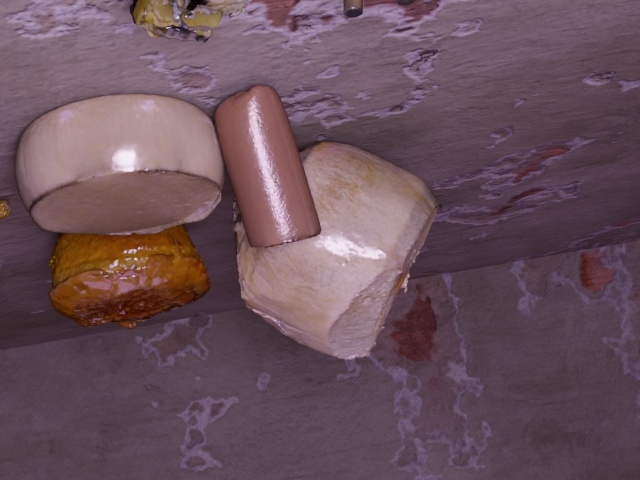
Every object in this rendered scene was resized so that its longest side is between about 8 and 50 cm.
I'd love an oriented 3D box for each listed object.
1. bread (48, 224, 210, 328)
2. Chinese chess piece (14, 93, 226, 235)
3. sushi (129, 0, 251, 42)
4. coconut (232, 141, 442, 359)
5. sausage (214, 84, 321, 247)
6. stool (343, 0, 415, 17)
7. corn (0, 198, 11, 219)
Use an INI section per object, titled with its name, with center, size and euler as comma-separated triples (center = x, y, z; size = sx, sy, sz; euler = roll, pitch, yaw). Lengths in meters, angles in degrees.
[bread]
center = -0.411, 0.060, 1.945
size = 0.337, 0.204, 0.358
euler = -5, 161, -10
[Chinese chess piece]
center = -0.322, -0.114, 1.473
size = 0.338, 0.140, 0.338
euler = -9, 164, -3
[sushi]
center = -0.097, -0.307, 0.939
size = 0.139, 0.131, 0.291
euler = 0, 154, -31
[coconut]
center = 0.000, 0.000, 1.700
size = 0.405, 0.404, 0.404
euler = -10, 165, -3
[sausage]
center = -0.088, -0.116, 1.442
size = 0.123, 0.253, 0.123
euler = -15, -173, 2
[stool]
center = 0.082, -0.328, 1.008
size = 0.217, 0.121, 0.125
euler = -3, 163, -9
[corn]
center = -0.621, -0.051, 1.691
size = 0.092, 0.037, 0.037
euler = -14, 165, 15
